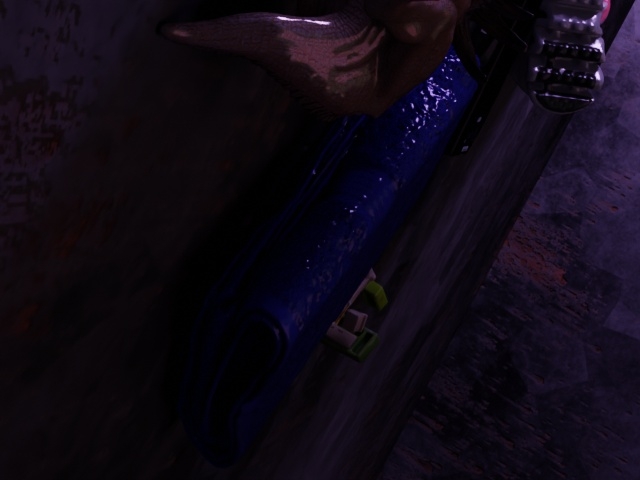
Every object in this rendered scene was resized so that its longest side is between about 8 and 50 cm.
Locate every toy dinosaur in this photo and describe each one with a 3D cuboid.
[{"bbox_3d":[0.042,-0.132,0.644,0.296,0.127,0.200,-47,170,-32],"label":"toy dinosaur"}]

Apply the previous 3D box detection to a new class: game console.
[{"bbox_3d":[0.144,-0.181,1.157,0.213,0.044,0.361,-65,169,11],"label":"game console"}]

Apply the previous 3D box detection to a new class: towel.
[{"bbox_3d":[0.000,0.000,0.909,0.308,0.076,0.228,-53,173,-35],"label":"towel"}]

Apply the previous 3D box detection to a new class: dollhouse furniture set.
[{"bbox_3d":[0.016,0.056,1.218,0.076,0.058,0.152,-49,146,-20],"label":"dollhouse furniture set"}]

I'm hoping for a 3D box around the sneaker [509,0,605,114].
[{"bbox_3d":[0.272,-0.290,1.346,0.118,0.110,0.292,-127,-129,-67],"label":"sneaker"}]

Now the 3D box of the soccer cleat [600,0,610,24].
[{"bbox_3d":[0.328,-0.301,1.582,0.248,0.083,0.095,-53,171,-46],"label":"soccer cleat"}]
